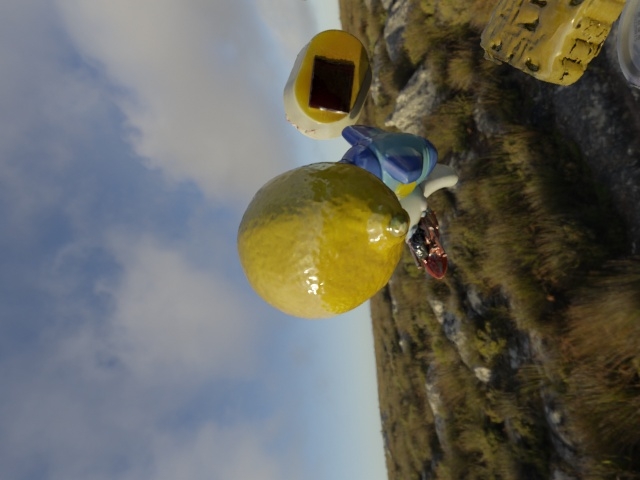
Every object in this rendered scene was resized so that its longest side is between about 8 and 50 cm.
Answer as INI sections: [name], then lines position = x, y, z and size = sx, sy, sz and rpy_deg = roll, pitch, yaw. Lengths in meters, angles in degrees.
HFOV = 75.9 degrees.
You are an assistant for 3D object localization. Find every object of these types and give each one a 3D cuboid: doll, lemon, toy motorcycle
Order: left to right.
[lemon]
position = 0.000, 0.000, 0.499
size = 0.187, 0.244, 0.187
rpy_deg = 25, -125, -41
[doll]
position = 0.136, -0.093, 0.843
size = 0.376, 0.187, 0.365
rpy_deg = -65, -34, -18
[toy motorcycle]
position = 0.279, -0.039, 1.138
size = 0.171, 0.089, 0.298
rpy_deg = 54, -157, -31

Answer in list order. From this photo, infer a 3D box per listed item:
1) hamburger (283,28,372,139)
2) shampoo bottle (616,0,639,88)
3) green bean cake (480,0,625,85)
[hamburger]
position = 0.022, -0.434, 1.157
size = 0.151, 0.227, 0.295
rpy_deg = 131, 161, -82
[shampoo bottle]
position = 0.718, -0.393, 0.721
size = 0.273, 0.266, 0.273
rpy_deg = -4, -90, -82
[green bean cake]
position = 0.456, -0.447, 0.817
size = 0.230, 0.131, 0.224
rpy_deg = 58, 140, 41
